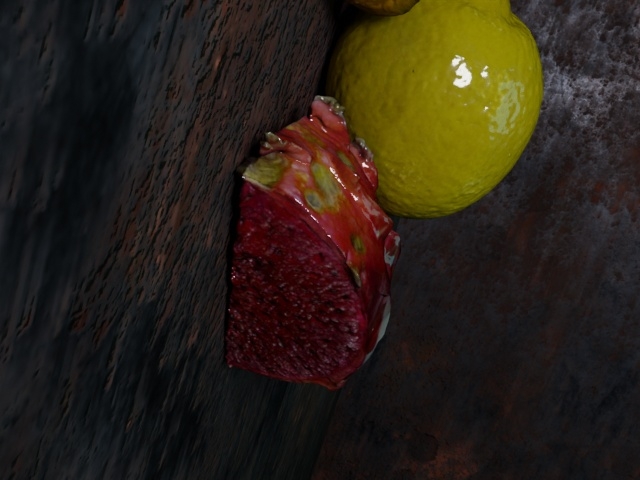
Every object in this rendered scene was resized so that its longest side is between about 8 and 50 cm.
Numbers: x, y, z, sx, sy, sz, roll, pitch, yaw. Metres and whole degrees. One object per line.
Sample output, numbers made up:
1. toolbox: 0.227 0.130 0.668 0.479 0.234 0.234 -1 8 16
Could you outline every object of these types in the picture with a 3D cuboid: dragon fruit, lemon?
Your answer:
1. dragon fruit: 0.012 0.000 0.680 0.274 0.126 0.161 101 13 -50
2. lemon: 0.093 -0.121 0.726 0.187 0.187 0.244 -54 167 -64

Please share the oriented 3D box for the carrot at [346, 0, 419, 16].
1. carrot: 0.062 -0.245 0.591 0.082 0.082 0.173 -33 141 -77
